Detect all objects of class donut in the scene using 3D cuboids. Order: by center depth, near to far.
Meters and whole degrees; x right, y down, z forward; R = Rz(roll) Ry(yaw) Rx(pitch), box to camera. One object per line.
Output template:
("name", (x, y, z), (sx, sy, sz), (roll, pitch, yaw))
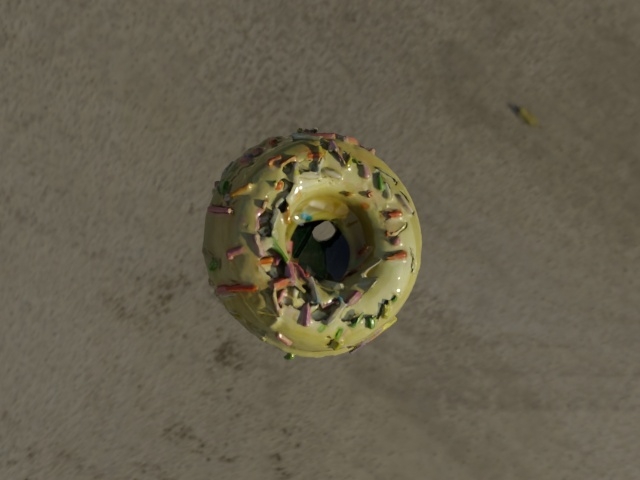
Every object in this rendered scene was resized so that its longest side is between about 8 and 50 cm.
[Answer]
("donut", (0.000, 0.000, 0.855), (0.175, 0.068, 0.174), (2, 84, -23))
